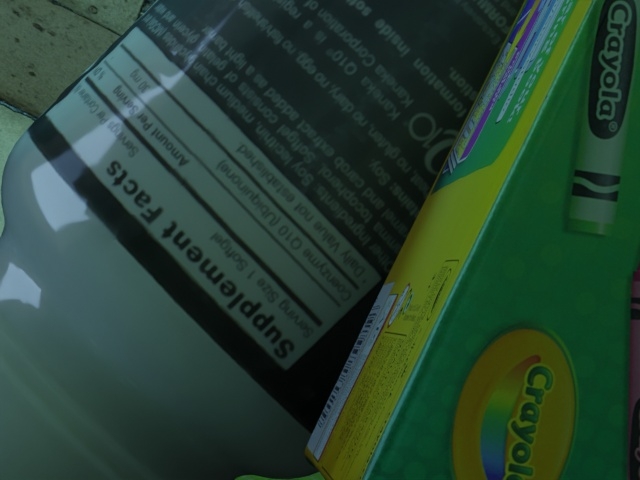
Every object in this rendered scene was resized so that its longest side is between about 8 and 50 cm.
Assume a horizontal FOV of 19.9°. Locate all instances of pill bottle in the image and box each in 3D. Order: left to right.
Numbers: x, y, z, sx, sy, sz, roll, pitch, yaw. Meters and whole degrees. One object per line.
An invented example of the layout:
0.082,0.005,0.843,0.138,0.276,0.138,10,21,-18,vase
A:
-0.009,-0.019,0.642,0.278,0.162,0.162,-45,2,0,pill bottle

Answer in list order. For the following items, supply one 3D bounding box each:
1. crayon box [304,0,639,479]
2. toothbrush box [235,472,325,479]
0.094,-0.042,0.479,0.278,0.081,0.165,-63,2,-3,crayon box
-0.046,0.147,1.064,0.206,0.122,0.283,-74,9,-79,toothbrush box
